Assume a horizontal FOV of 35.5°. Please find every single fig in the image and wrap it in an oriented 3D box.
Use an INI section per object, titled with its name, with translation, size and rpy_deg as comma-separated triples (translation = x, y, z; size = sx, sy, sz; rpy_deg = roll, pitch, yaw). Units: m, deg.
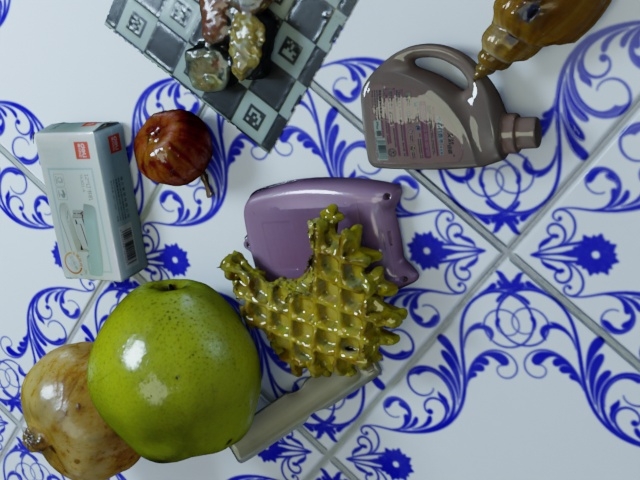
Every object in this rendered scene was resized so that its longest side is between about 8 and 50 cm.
[fig]
translation = -0.213, -0.136, 1.549
size = 0.150, 0.128, 0.128
rpy_deg = 25, 122, -12

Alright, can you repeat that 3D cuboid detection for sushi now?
[sushi]
translation = -0.150, -0.354, 1.459
size = 0.359, 0.064, 0.343
rpy_deg = 39, 122, 11

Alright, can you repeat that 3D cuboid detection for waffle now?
[waffle]
translation = -0.011, 0.097, 1.506
size = 0.293, 0.069, 0.260
rpy_deg = -27, 97, 42

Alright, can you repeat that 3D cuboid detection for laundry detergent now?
[laundry detergent]
translation = 0.172, -0.180, 1.341
size = 0.237, 0.076, 0.171
rpy_deg = 0, 108, 28

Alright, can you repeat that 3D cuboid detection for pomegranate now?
[pomegranate]
translation = -0.409, 0.299, 1.745
size = 0.248, 0.248, 0.248
rpy_deg = 10, 113, 25

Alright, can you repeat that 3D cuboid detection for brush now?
[brush]
translation = -0.030, 0.266, 1.641
size = 0.321, 0.050, 0.060
rpy_deg = -37, 86, 26

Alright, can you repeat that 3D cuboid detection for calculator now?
[calculator]
translation = -0.001, 0.001, 1.523
size = 0.294, 0.043, 0.194
rpy_deg = -3, 108, 31

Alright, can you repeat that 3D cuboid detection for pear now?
[pear]
translation = -0.229, 0.202, 1.587
size = 0.294, 0.294, 0.294
rpy_deg = 10, 113, 25

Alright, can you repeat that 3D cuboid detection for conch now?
[conch]
translation = 0.299, -0.310, 1.214
size = 0.109, 0.093, 0.330
rpy_deg = 51, 123, 11

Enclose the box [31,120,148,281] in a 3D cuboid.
[box]
translation = -0.387, -0.067, 1.685
size = 0.135, 0.079, 0.269
rpy_deg = 2, 110, 27
